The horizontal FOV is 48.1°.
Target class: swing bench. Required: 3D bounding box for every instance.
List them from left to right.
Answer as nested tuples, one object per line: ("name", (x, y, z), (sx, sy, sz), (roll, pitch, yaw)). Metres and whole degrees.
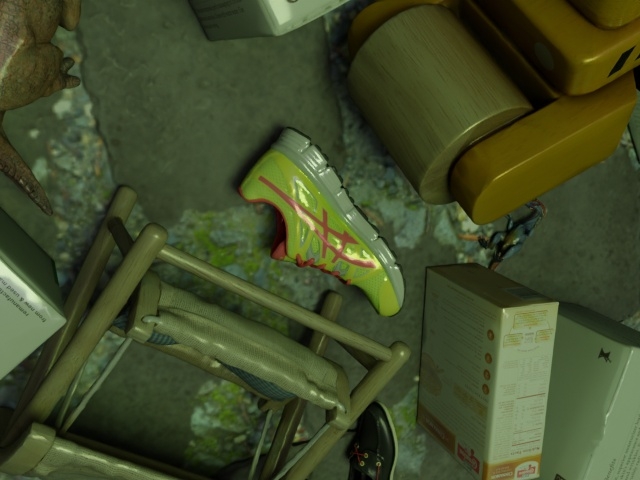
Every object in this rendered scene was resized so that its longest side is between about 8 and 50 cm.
("swing bench", (-0.109, 0.131, 0.617), (0.253, 0.165, 0.255), (28, 92, -26))

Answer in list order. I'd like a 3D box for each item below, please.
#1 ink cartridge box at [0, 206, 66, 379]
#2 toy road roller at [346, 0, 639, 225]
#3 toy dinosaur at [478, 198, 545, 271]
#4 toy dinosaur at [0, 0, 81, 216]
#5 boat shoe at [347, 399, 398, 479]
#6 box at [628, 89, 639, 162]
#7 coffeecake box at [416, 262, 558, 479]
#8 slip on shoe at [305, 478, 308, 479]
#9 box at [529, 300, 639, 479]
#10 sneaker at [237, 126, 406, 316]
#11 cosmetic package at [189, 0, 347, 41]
("ink cartridge box", (-0.303, 0.075, 0.528), (0.212, 0.154, 0.093), (-41, 116, -9))
("toy road roller", (0.182, -0.193, 0.559), (0.329, 0.203, 0.241), (-30, 154, -3))
("toy dinosaur", (0.215, -0.009, 0.796), (0.082, 0.047, 0.090), (-28, 146, -23))
("toy dinosaur", (-0.217, -0.154, 0.479), (0.127, 0.200, 0.296), (4, 102, -23))
("boat shoe", (0.054, 0.237, 0.775), (0.042, 0.049, 0.133), (-8, 111, -29))
("box", (0.421, -0.264, 0.732), (0.215, 0.168, 0.345), (-33, 113, -12))
("coffeecake box", (0.166, 0.132, 0.742), (0.068, 0.142, 0.186), (-4, 105, -21))
("slip on shoe", (0.053, 0.346, 0.763), (0.101, 0.123, 0.331), (-37, 120, -7))
("box", (0.278, 0.173, 0.778), (0.119, 0.182, 0.181), (13, 99, -27))
("sneaker", (0.000, 0.000, 0.681), (0.094, 0.081, 0.209), (-39, 104, -7))
("cosmetic package", (-0.082, -0.336, 0.493), (0.155, 0.197, 0.366), (-32, 114, -12))
